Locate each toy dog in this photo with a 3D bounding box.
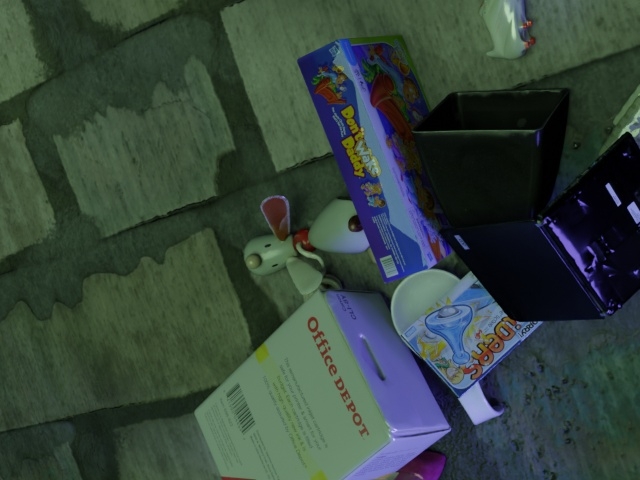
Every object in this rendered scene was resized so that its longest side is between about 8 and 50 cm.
[{"bbox_3d":[0.000,0.000,1.562,0.220,0.161,0.334,50,119,8],"label":"toy dog"}]

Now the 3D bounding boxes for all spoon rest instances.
[{"bbox_3d":[0.215,0.176,1.533,0.137,0.084,0.276,-27,91,13],"label":"spoon rest"}]

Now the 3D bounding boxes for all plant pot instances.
[{"bbox_3d":[0.263,-0.117,1.395,0.188,0.187,0.167,1,116,27],"label":"plant pot"}]

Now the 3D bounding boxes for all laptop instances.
[{"bbox_3d":[0.354,-0.007,1.349,0.264,0.136,0.234,-43,124,0],"label":"laptop"}]

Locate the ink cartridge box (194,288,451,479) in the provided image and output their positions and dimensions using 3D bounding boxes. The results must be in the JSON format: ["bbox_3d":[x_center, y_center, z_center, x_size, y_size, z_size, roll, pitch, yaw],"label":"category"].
[{"bbox_3d":[-0.007,0.301,1.587,0.385,0.160,0.279,-45,58,32],"label":"ink cartridge box"}]

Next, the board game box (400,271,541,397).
[{"bbox_3d":[0.245,0.132,1.485,0.201,0.035,0.136,-43,81,-3],"label":"board game box"}]

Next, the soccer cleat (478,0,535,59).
[{"bbox_3d":[0.267,-0.365,1.388,0.076,0.068,0.196,-1,105,31],"label":"soccer cleat"}]

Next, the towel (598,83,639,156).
[{"bbox_3d":[0.593,-0.161,1.287,0.312,0.056,0.324,37,114,11],"label":"towel"}]

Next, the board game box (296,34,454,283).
[{"bbox_3d":[0.111,-0.134,1.429,0.078,0.233,0.347,-21,93,30],"label":"board game box"}]

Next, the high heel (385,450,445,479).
[{"bbox_3d":[0.102,0.383,1.679,0.244,0.117,0.082,17,141,45],"label":"high heel"}]
